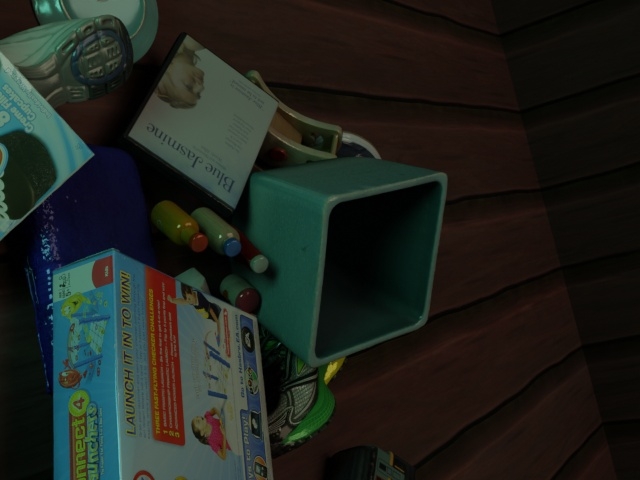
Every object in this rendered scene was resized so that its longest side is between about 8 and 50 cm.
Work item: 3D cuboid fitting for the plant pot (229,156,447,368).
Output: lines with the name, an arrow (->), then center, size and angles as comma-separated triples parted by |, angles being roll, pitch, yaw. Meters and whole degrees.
plant pot -> 0.000, 0.000, 1.387 | 0.247, 0.252, 0.247 | -14, 118, -41

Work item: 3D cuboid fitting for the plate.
plate -> -0.296, -0.323, 1.268 | 0.188, 0.024, 0.188 | 6, 80, -39

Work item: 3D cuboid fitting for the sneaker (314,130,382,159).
sneaker -> 0.079, -0.079, 1.778 | 0.282, 0.099, 0.153 | 44, 39, -46

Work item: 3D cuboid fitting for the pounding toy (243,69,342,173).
pounding toy -> -0.058, -0.128, 1.512 | 0.269, 0.154, 0.155 | 47, 39, -38

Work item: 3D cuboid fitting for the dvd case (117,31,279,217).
dvd case -> -0.163, -0.168, 1.326 | 0.180, 0.022, 0.253 | 35, 44, -18

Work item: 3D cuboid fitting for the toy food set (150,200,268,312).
toy food set -> -0.135, 0.047, 1.269 | 0.111, 0.104, 0.232 | -29, 128, -21

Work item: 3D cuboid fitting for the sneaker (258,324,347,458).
sneaker -> -0.058, 0.195, 1.411 | 0.146, 0.134, 0.343 | 54, 26, -20

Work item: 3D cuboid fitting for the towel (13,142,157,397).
towel -> -0.281, 0.035, 1.149 | 0.227, 0.076, 0.308 | 4, 72, -66

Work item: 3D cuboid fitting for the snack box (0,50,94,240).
snack box -> -0.400, -0.141, 0.928 | 0.187, 0.060, 0.322 | -45, 125, -9

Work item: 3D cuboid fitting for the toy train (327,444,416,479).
toy train -> 0.082, 0.488, 1.490 | 0.190, 0.142, 0.334 | 38, 46, -29

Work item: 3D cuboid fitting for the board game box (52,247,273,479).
board game box -> -0.169, 0.203, 1.074 | 0.302, 0.086, 0.308 | 34, 43, -56

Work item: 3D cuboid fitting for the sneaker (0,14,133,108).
sneaker -> -0.357, -0.176, 1.079 | 0.297, 0.129, 0.111 | -33, 126, -39
